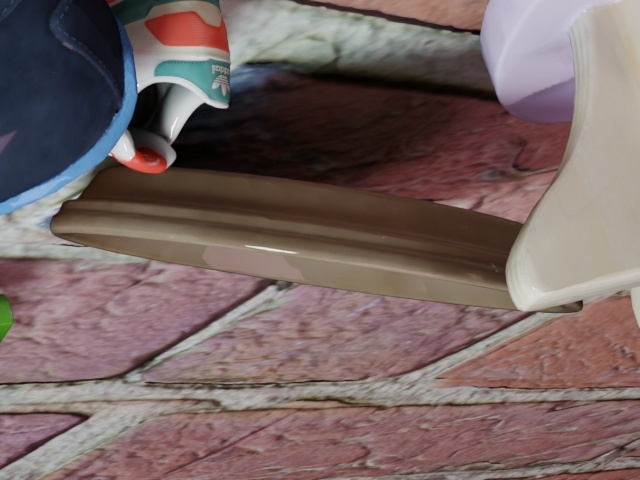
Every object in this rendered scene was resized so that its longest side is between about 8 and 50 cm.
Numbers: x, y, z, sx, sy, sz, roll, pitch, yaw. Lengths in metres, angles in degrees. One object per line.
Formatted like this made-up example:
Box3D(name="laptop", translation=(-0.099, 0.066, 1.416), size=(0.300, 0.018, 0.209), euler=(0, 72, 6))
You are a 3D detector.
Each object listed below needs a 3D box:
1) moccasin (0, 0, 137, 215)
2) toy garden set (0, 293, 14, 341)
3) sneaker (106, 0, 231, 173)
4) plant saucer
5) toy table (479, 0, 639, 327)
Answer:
Box3D(name="moccasin", translation=(-0.246, -0.033, 0.788), size=(0.342, 0.138, 0.117), euler=(-31, 134, -7))
Box3D(name="toy garden set", translation=(-0.311, 0.082, 1.174), size=(0.203, 0.049, 0.244), euler=(-8, 161, -26))
Box3D(name="sneaker", translation=(-0.103, -0.058, 0.874), size=(0.161, 0.075, 0.057), euler=(-27, 158, 31))
Box3D(name="plant saucer", translation=(0.000, 0.000, 1.024), size=(0.277, 0.041, 0.278), euler=(9, 177, 1))
Box3D(name="toy table", translation=(0.184, -0.069, 0.924), size=(0.252, 0.161, 0.274), euler=(-16, 163, -7))
